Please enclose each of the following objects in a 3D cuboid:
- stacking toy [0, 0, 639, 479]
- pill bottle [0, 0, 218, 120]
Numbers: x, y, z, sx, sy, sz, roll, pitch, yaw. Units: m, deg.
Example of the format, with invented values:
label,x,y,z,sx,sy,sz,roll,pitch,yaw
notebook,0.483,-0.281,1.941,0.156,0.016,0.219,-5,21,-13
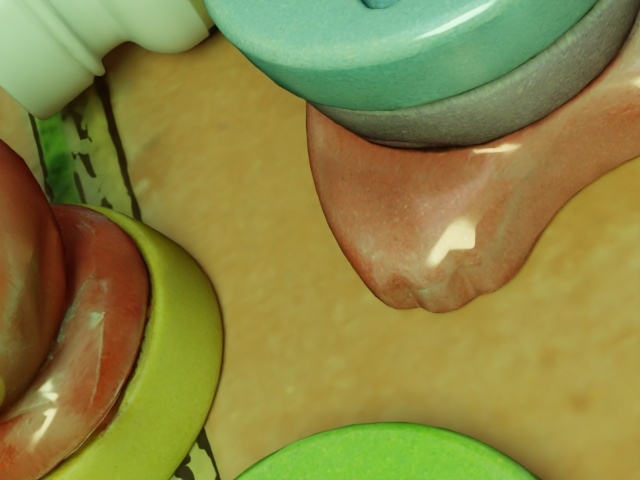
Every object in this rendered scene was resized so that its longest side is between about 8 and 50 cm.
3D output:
label,x,y,z,sx,sy,sz,roll,pitch,yaw
stacking toy,0.000,0.000,0.326,0.309,0.130,0.279,-40,48,-1
pill bottle,-0.054,-0.133,0.460,0.186,0.112,0.112,-40,49,-1
